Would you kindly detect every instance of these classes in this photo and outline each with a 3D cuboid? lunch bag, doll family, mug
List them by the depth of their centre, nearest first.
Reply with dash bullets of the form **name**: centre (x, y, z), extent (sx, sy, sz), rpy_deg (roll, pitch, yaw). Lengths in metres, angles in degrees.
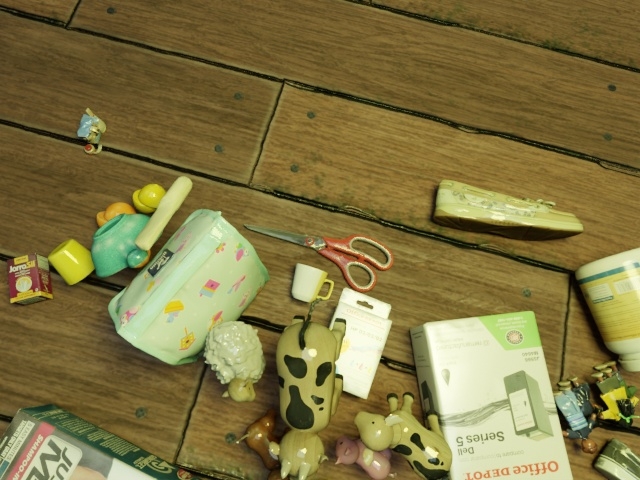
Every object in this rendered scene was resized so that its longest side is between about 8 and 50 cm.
- **lunch bag**: centre (-0.208, 0.078, 0.729), extent (0.160, 0.262, 0.223), rpy_deg (38, 76, 8)
- **doll family**: centre (0.497, 0.300, 0.800), extent (0.193, 0.076, 0.111), rpy_deg (-20, 80, -3)
- **mug**: centre (-0.018, 0.085, 0.843), extent (0.078, 0.062, 0.064), rpy_deg (17, 81, 9)

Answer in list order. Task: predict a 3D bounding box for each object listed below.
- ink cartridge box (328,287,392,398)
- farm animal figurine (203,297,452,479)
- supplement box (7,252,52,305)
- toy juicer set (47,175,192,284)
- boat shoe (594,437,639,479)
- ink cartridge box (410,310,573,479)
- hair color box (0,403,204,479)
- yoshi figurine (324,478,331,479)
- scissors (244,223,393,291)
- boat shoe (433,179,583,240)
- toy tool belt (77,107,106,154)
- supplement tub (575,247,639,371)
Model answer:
- **ink cartridge box**: centre (0.062, 0.181, 0.815), extent (0.104, 0.061, 0.181), rpy_deg (21, 73, 3)
- **farm animal figurine**: centre (0.008, 0.257, 0.658), extent (0.330, 0.172, 0.327), rpy_deg (-13, 100, 13)
- **supplement box**: centre (-0.539, 0.073, 0.828), extent (0.055, 0.043, 0.083), rpy_deg (-16, 75, -6)
- **toy juicer set**: centre (-0.310, -0.018, 0.773), extent (0.089, 0.329, 0.209), rpy_deg (57, 43, -28)
- **boat shoe**: centre (0.586, 0.432, 0.759), extent (0.219, 0.078, 0.070), rpy_deg (39, 77, 10)
- **ink cartridge box**: centre (0.283, 0.273, 0.771), extent (0.198, 0.115, 0.273), rpy_deg (-6, 74, -5)
- **hair color box**: centre (-0.351, 0.417, 0.705), extent (0.347, 0.105, 0.174), rpy_deg (24, 75, 4)
- **yoshi figurine**: centre (-0.083, 0.533, 0.651), extent (0.362, 0.203, 0.203), rpy_deg (-43, 64, -11)
- **scissors**: centre (0.000, 0.000, 0.891), extent (0.297, 0.021, 0.109), rpy_deg (28, 77, 7)
- **boat shoe**: centre (0.371, -0.061, 0.879), extent (0.285, 0.104, 0.089), rpy_deg (9, 76, 1)
- **toy tool belt**: centre (-0.475, -0.224, 0.914), extent (0.052, 0.051, 0.083), rpy_deg (4, 74, -1)
- **supplement tub**: centre (0.576, 0.123, 0.814), extent (0.144, 0.144, 0.200), rpy_deg (-14, 75, -7)
